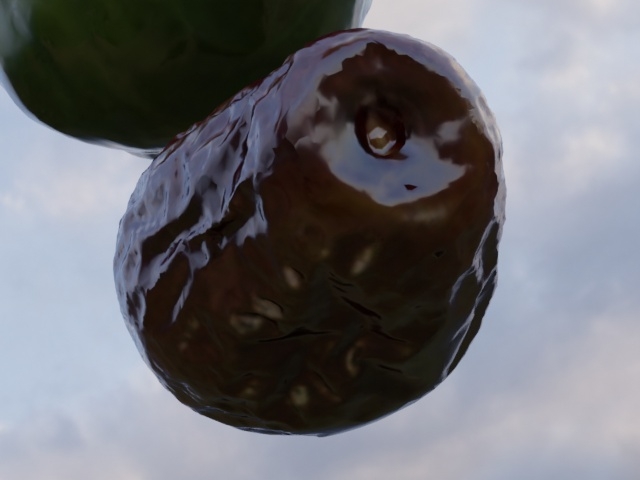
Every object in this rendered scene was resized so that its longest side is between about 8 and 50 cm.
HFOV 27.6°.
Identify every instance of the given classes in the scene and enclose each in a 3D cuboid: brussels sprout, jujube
[{"bbox_3d":[-0.125,-0.212,0.955,0.276,0.371,0.315,-36,-53,-41],"label":"brussels sprout"},{"bbox_3d":[0.000,0.000,0.639,0.190,0.190,0.255,-2,-18,-15],"label":"jujube"}]
